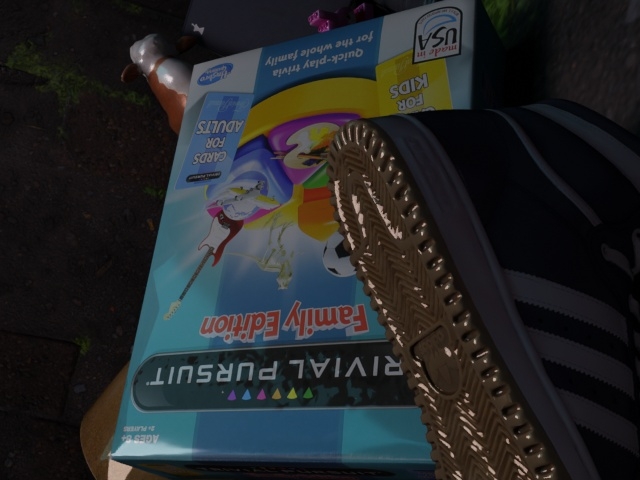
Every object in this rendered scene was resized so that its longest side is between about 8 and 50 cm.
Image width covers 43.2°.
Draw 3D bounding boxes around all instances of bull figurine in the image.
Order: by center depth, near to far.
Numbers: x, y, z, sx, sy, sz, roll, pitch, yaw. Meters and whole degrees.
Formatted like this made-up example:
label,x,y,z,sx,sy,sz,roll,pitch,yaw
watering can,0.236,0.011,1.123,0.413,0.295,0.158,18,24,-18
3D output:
label,x,y,z,sx,sy,sz,roll,pitch,yaw
bull figurine,-0.106,-0.142,1.005,0.188,0.310,0.101,94,-158,-64

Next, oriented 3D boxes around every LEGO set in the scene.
label,x,y,z,sx,sy,sz,roll,pitch,yaw
LEGO set,-0.001,-0.132,0.848,0.087,0.093,0.227,-18,72,59

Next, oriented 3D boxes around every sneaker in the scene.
label,x,y,z,sx,sy,sz,roll,pitch,yaw
sneaker,0.122,0.056,0.385,0.099,0.153,0.282,-42,67,60

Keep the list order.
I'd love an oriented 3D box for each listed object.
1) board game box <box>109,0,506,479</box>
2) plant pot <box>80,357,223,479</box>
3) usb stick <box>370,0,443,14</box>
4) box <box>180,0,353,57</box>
label,x,y,z,sx,sy,sz,roll,pitch,yaw
board game box,0.000,0.000,0.591,0.254,0.079,0.336,-8,61,28
plant pot,-0.050,0.115,0.730,0.254,0.237,0.237,-58,19,12
usb stick,0.096,-0.263,0.832,0.278,0.045,0.077,-112,38,-66
box,-0.002,-0.417,0.974,0.343,0.179,0.312,121,170,-49
